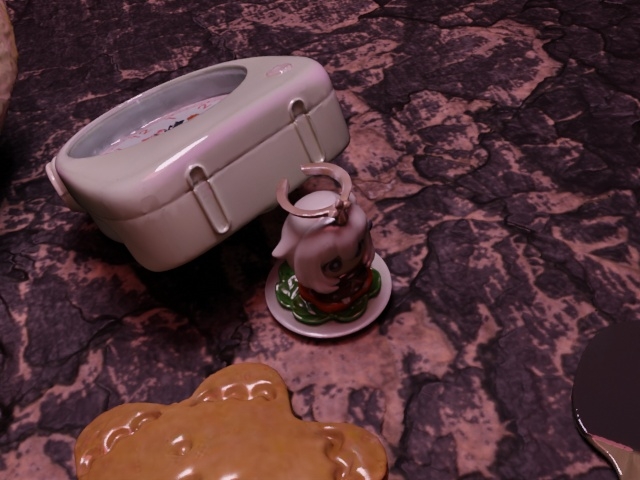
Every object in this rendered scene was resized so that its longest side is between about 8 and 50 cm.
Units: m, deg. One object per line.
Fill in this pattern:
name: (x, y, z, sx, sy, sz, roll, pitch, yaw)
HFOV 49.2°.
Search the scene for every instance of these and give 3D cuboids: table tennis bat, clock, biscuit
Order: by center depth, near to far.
biscuit: (-0.072, 0.215, 0.475, 0.275, 0.052, 0.355, -17, 31, -8)
table tennis bat: (0.269, 0.159, 0.564, 0.138, 0.022, 0.246, 16, 49, 21)
clock: (-0.149, -0.098, 0.755, 0.265, 0.109, 0.324, -38, 30, -24)

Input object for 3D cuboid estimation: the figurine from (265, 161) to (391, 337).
figurine: (0.000, 0.000, 0.656, 0.132, 0.154, 0.132, -3, 47, 4)

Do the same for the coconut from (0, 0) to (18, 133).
coconut: (-0.534, -0.202, 0.769, 0.404, 0.405, 0.405, -3, 45, 3)
